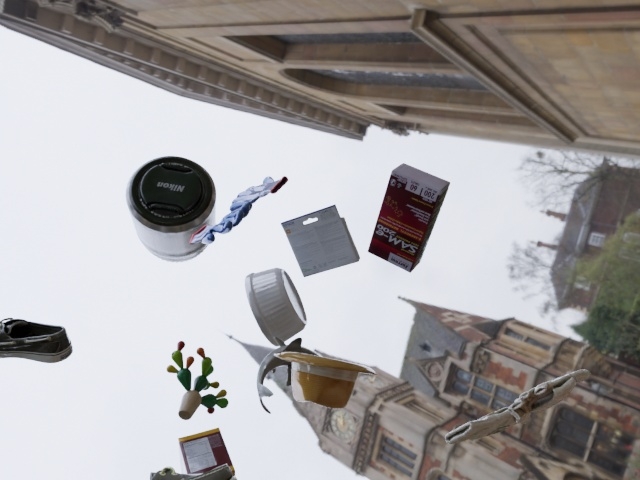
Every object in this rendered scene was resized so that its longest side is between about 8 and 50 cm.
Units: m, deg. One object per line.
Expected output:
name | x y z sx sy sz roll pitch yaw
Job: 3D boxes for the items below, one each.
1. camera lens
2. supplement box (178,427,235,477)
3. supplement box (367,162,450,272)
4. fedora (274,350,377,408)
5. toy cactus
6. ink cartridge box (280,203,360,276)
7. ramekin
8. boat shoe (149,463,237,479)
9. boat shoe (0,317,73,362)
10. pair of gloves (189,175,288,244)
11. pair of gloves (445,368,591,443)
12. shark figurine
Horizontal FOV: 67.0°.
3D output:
camera lens | -0.395 -0.078 1.307 0.219 0.219 0.274 -49 -6 -26
supplement box | -0.342 0.715 1.457 0.129 0.194 0.191 -7 -68 -24
supplement box | 0.213 -0.054 1.193 0.073 0.130 0.239 -36 -34 -50
fedora | 0.004 0.242 0.835 0.194 0.195 0.079 29 -114 -51
toy cactus | -0.329 0.384 1.255 0.180 0.112 0.218 -75 -37 -62
ink cartridge box | 0.000 0.000 1.718 0.223 0.224 0.045 68 -159 -14
ramekin | -0.146 0.217 1.676 0.127 0.272 0.272 -25 -47 4
boat shoe | -0.304 0.472 0.890 0.305 0.091 0.109 -11 -27 -31
boat shoe | -0.591 0.183 0.938 0.077 0.220 0.070 -80 -7 -63
pair of gloves | -0.140 -0.057 0.835 0.023 0.159 0.198 54 -125 -18
pair of gloves | 0.368 0.311 0.884 0.204 0.042 0.240 7 -43 -45
shark figurine | -0.088 0.299 1.221 0.278 0.166 0.116 -14 -35 -56
